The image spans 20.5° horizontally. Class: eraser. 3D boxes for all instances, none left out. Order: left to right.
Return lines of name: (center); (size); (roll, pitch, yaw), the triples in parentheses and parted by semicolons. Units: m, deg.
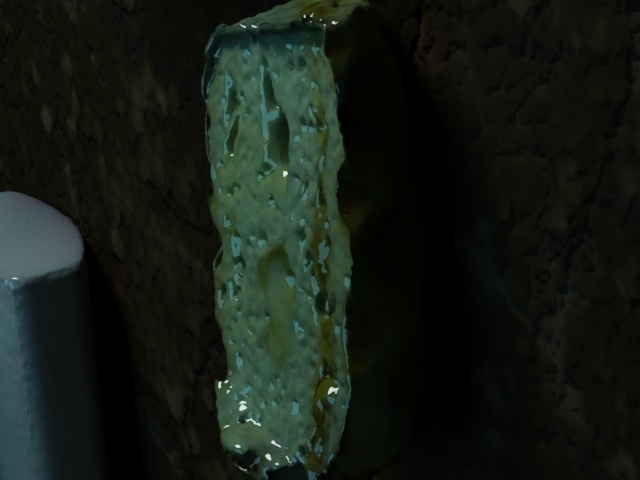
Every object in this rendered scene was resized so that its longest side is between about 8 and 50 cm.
eraser: (-0.204, 0.117, 1.265); (0.174, 0.094, 0.270); (34, 132, 57)

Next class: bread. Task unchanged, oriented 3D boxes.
bread: (0.000, 0.000, 0.817); (0.128, 0.088, 0.232); (12, 108, 51)
